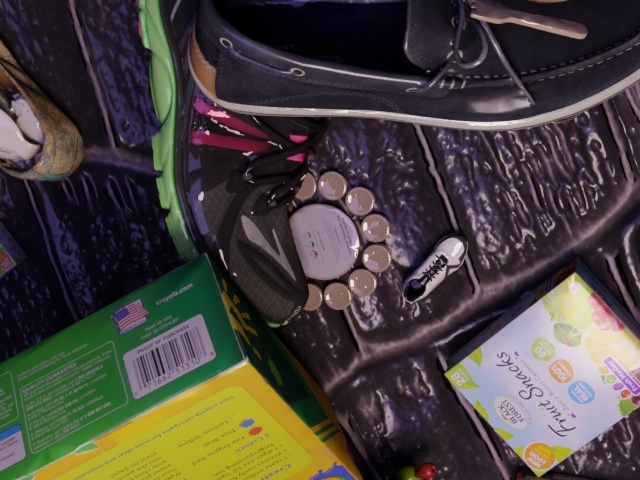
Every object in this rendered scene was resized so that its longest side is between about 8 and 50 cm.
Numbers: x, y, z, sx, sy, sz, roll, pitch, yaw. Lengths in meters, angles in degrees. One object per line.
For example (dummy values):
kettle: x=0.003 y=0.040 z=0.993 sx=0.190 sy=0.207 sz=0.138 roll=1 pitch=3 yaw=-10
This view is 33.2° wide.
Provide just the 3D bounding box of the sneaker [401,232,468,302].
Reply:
sneaker: x=0.139 y=0.037 z=1.302 sx=0.040 sy=0.044 sz=0.109 roll=40 pitch=110 yaw=4

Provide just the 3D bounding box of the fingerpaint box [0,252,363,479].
fingerpaint box: x=-0.224 y=0.258 z=1.239 sx=0.445 sy=0.163 sz=0.371 roll=-29 pitch=141 yaw=5

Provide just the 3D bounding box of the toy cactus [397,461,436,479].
toy cactus: x=0.121 y=0.391 z=1.390 sx=0.180 sy=0.112 sz=0.219 roll=-15 pitch=104 yaw=38

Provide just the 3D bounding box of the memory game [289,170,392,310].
memory game: x=0.000 y=0.000 z=1.346 sx=0.186 sy=0.012 sz=0.186 roll=4 pitch=105 yaw=14

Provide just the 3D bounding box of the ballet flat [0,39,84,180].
ballet flat: x=-0.445 y=-0.207 z=1.356 sx=0.348 sy=0.123 sz=0.123 roll=46 pitch=111 yaw=0

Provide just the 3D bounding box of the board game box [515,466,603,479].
board game box: x=0.323 y=0.368 z=1.341 sx=0.170 sy=0.048 sz=0.141 roll=7 pitch=105 yaw=14

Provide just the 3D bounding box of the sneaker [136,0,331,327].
sneaker: x=-0.077 y=-0.128 z=1.236 sx=0.202 sy=0.185 sz=0.482 roll=-6 pitch=102 yaw=19

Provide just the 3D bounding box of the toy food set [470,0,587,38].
toy food set: x=0.197 y=-0.274 z=1.012 sx=0.132 sy=0.192 sz=0.038 roll=10 pitch=141 yaw=-9

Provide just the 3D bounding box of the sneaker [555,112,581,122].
sneaker: x=0.310 y=-0.213 z=1.164 sx=0.084 sy=0.083 sz=0.215 roll=34 pitch=109 yaw=6

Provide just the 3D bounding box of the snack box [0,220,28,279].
snack box: x=-0.484 y=0.026 z=1.473 sx=0.141 sy=0.037 sz=0.100 roll=-36 pitch=95 yaw=21

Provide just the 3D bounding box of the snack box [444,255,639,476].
snack box: x=0.283 y=0.152 z=1.280 sx=0.174 sy=0.070 sz=0.207 roll=47 pitch=113 yaw=-1

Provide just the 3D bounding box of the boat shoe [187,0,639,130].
boat shoe: x=0.112 y=-0.216 z=1.067 sx=0.500 sy=0.156 sz=0.186 roll=-1 pitch=69 yaw=1
